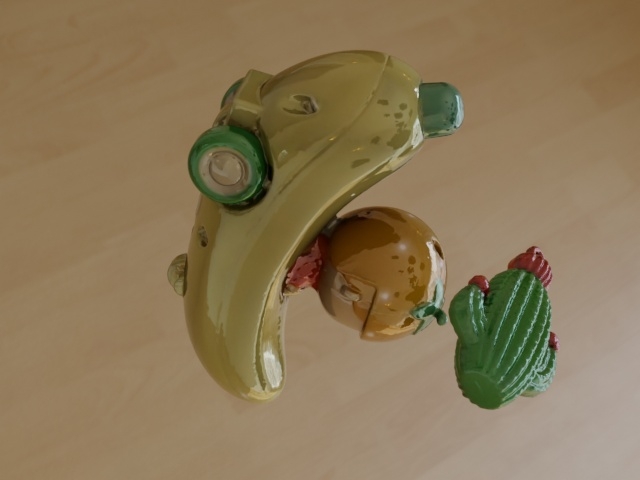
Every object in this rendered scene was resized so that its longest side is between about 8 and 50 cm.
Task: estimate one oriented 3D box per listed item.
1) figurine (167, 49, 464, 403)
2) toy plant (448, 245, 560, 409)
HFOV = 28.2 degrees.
[{"bbox_3d":[0.000,0.000,1.000,0.222,0.325,0.124,17,30,-1],"label":"figurine"},{"bbox_3d":[0.218,0.101,1.428,0.240,0.088,0.155,-20,90,-55],"label":"toy plant"}]
